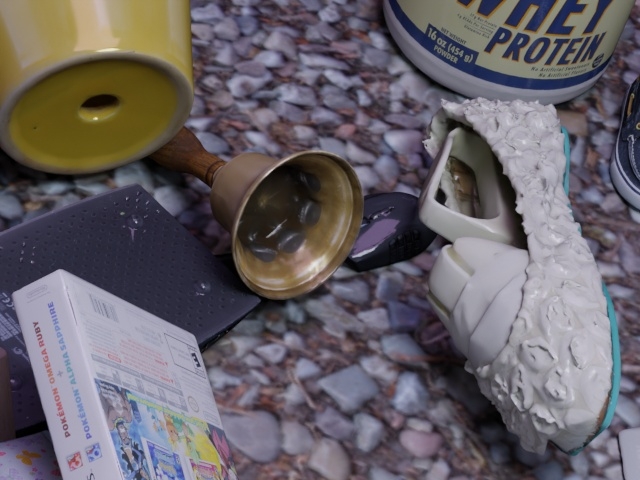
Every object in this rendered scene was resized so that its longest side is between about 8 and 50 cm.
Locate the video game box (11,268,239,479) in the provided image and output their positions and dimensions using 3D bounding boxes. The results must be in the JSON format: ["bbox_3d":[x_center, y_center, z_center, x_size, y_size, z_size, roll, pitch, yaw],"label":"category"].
[{"bbox_3d":[-0.119,0.132,1.340,0.048,0.205,0.187,-28,66,14],"label":"video game box"}]

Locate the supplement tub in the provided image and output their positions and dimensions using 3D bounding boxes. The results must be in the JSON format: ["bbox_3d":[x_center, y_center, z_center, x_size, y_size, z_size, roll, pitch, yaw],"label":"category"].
[{"bbox_3d":[0.205,-0.311,1.837,0.235,0.325,0.235,10,43,-9],"label":"supplement tub"}]

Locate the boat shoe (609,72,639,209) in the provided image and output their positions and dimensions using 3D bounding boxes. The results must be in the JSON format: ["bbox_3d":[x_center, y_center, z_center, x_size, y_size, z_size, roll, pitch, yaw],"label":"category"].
[{"bbox_3d":[0.313,-0.111,1.846,0.065,0.083,0.183,15,43,-5],"label":"boat shoe"}]

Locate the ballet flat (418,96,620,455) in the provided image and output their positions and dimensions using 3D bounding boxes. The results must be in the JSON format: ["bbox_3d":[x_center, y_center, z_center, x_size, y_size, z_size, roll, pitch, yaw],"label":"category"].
[{"bbox_3d":[0.142,0.016,1.610,0.147,0.147,0.409,10,35,-9],"label":"ballet flat"}]

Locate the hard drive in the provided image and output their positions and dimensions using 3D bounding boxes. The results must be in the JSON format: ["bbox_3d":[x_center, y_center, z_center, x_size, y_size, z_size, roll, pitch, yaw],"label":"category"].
[{"bbox_3d":[-0.190,0.059,1.511,0.255,0.054,0.172,-27,60,-39],"label":"hard drive"}]

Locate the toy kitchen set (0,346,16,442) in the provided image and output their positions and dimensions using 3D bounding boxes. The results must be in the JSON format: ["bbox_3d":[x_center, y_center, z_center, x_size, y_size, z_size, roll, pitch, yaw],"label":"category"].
[{"bbox_3d":[-0.340,0.121,1.374,0.207,0.122,0.166,25,39,37],"label":"toy kitchen set"}]

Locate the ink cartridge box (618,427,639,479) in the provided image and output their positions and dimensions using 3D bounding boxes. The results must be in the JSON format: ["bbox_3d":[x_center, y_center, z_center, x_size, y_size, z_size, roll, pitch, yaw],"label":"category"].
[{"bbox_3d":[0.436,0.275,1.517,0.385,0.091,0.308,-3,45,1],"label":"ink cartridge box"}]

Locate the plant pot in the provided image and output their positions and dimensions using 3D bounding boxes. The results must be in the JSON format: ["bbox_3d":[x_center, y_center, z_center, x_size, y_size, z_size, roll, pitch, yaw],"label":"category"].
[{"bbox_3d":[-0.209,-0.194,1.636,0.254,0.254,0.239,-4,57,-23],"label":"plant pot"}]

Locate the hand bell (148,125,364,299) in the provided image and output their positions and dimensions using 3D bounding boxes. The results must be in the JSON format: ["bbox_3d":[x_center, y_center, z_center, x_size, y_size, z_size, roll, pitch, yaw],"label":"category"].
[{"bbox_3d":[-0.086,-0.057,1.627,0.126,0.126,0.242,-16,32,-32],"label":"hand bell"}]

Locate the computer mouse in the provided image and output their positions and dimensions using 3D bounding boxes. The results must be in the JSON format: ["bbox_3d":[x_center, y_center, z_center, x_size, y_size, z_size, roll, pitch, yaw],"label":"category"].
[{"bbox_3d":[0.000,0.000,1.651,0.242,0.041,0.071,-17,54,-32],"label":"computer mouse"}]

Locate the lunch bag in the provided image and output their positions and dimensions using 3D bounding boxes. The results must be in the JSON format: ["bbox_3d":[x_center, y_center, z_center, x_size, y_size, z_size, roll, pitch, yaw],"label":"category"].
[{"bbox_3d":[-0.193,0.169,1.298,0.071,0.053,0.083,-12,29,-33],"label":"lunch bag"}]
